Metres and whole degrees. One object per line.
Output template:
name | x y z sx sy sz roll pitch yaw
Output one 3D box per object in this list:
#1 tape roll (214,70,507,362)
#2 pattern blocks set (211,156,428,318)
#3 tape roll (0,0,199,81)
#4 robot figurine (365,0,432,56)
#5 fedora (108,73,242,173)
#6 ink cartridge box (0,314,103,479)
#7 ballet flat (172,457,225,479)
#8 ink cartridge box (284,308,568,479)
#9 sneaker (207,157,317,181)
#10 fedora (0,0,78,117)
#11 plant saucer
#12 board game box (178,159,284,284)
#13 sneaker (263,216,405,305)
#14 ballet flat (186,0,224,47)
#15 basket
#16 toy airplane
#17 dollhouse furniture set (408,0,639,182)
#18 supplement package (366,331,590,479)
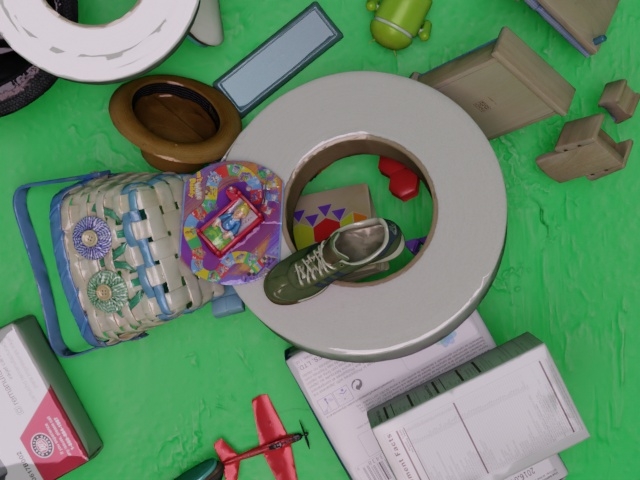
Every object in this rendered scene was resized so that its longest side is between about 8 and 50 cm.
tape roll | 0.052 -0.033 1.760 0.392 0.072 0.392 -2 76 8
pattern blocks set | 0.000 0.000 1.843 0.325 0.026 0.285 -4 64 16
tape roll | -0.294 -0.343 1.720 0.286 0.100 0.286 0 95 -6
robot figurine | 0.113 -0.318 1.872 0.101 0.067 0.115 27 93 -10
fedora | -0.205 -0.152 1.858 0.194 0.194 0.079 16 132 -1
ink cartridge box | -0.495 0.274 1.871 0.306 0.131 0.226 -29 93 0
ballet flat | -0.238 0.410 1.903 0.280 0.095 0.096 -29 102 12
ink cartridge box | 0.157 0.266 1.858 0.270 0.151 0.395 -29 90 1
sneaker | -0.079 -0.124 1.875 0.161 0.057 0.075 5 75 19
fedora | -0.497 -0.310 1.828 0.334 0.152 0.334 0 93 -5
plant saucer | -0.061 -0.258 1.901 0.192 0.018 0.067 -39 92 1
board game box | -0.117 -0.028 1.724 0.133 0.033 0.168 2 76 4
sneaker | 0.012 0.019 1.670 0.192 0.086 0.064 -23 74 2
ballet flat | -0.242 -0.448 1.826 0.139 0.139 0.400 -40 89 2
basket | -0.294 0.020 1.833 0.289 0.201 0.254 -14 94 38
toy airplane | -0.089 0.300 1.922 0.151 0.028 0.151 0 91 0
dollhouse furniture set | 0.307 -0.275 1.877 0.286 0.198 0.303 38 60 -23
supplement package | 0.198 0.235 1.718 0.244 0.134 0.139 -26 92 1
